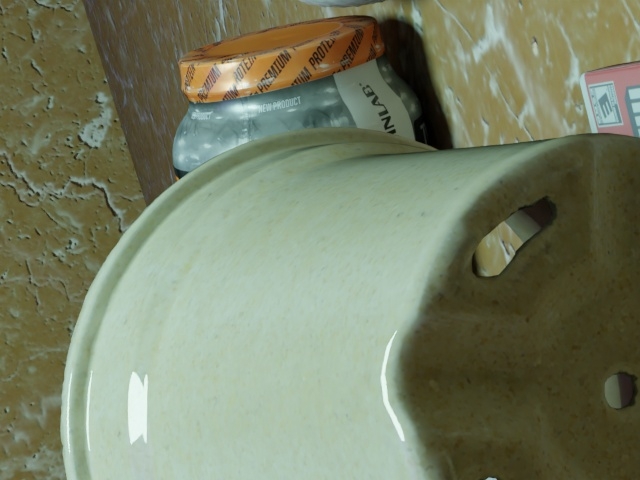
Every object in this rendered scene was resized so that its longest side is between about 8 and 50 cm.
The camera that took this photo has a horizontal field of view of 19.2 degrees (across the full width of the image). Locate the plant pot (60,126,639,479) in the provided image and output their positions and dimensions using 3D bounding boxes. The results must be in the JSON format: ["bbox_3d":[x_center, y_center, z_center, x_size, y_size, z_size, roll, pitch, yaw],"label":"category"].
[{"bbox_3d":[0.075,0.083,0.925,0.305,0.334,0.333,-17,88,66],"label":"plant pot"}]

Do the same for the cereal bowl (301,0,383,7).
[{"bbox_3d":[-0.035,-0.321,1.330,0.339,0.141,0.339,166,90,-77],"label":"cereal bowl"}]

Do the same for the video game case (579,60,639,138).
[{"bbox_3d":[0.212,0.005,0.929,0.285,0.025,0.204,-175,71,-76],"label":"video game case"}]

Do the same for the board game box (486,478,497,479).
[{"bbox_3d":[0.172,0.266,1.349,0.165,0.042,0.243,-172,67,-76],"label":"board game box"}]

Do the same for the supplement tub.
[{"bbox_3d":[0.000,0.000,1.430,0.193,0.194,0.316,-147,43,-71],"label":"supplement tub"}]
